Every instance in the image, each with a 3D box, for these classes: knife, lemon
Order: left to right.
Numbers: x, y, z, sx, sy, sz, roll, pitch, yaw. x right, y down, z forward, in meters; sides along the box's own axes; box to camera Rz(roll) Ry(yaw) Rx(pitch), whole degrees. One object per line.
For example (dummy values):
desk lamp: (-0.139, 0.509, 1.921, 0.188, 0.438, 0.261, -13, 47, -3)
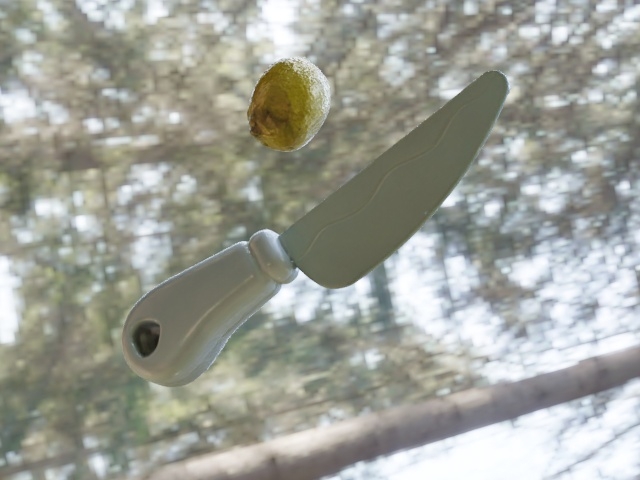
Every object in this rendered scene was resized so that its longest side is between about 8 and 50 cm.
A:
lemon: (-0.030, -0.140, 1.776, 0.082, 0.111, 0.082, 21, -29, 12)
knife: (0.000, 0.002, 1.193, 0.331, 0.044, 0.080, -34, -123, 17)
